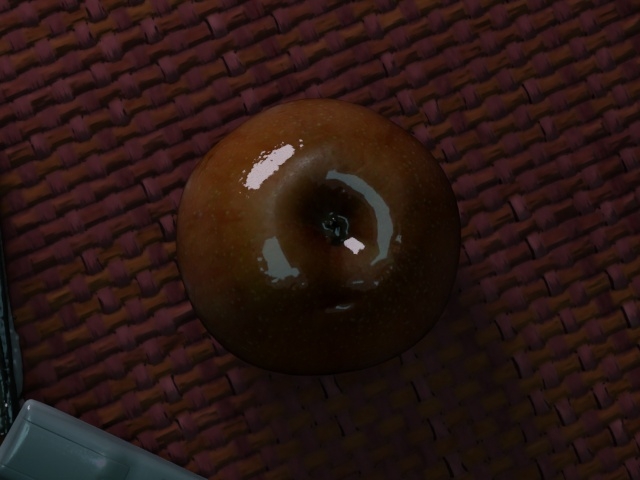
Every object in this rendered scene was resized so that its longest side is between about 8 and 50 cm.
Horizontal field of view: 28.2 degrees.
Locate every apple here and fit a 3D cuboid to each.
[{"bbox_3d":[0.000,0.000,0.877,0.201,0.162,0.201,0,87,-3],"label":"apple"}]

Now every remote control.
[{"bbox_3d":[-0.150,0.170,0.898,0.162,0.029,0.061,30,87,-25],"label":"remote control"}]

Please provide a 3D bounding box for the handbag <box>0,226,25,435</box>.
[{"bbox_3d":[-0.347,0.036,0.888,0.247,0.079,0.260,-8,91,-4],"label":"handbag"}]
